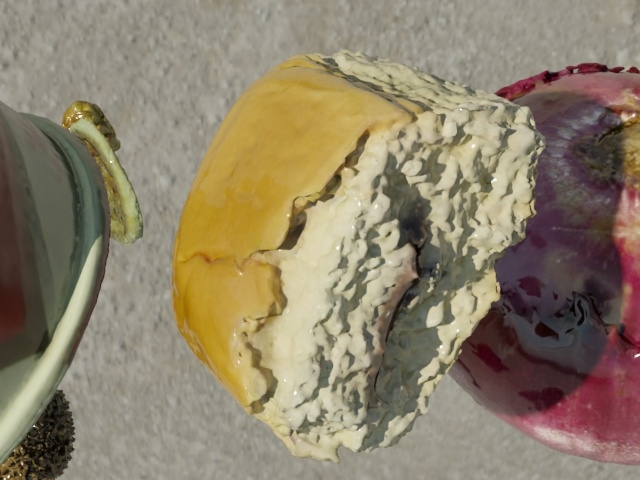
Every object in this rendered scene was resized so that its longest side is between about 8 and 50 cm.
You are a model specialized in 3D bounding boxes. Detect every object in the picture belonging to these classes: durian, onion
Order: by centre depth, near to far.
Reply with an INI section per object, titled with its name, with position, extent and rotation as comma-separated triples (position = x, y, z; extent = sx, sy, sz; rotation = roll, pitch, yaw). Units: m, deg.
[durian]
position = -0.187, 0.122, 0.745
extent = 0.080, 0.091, 0.080
rotation = -4, 19, 1
[onion]
position = 0.237, 0.029, 1.044
extent = 0.358, 0.345, 0.358
rotation = 16, 42, -15

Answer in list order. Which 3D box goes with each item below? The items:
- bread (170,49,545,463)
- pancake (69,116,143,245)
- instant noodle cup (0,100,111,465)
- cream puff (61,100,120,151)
[bread]
position = 0.001, -0.001, 0.402
extent = 0.106, 0.082, 0.125
rotation = 29, 101, 46
[pancake]
position = -0.163, -0.042, 0.920
extent = 0.017, 0.108, 0.108
rotation = -24, 61, -27
[instant noodle cup]
position = -0.229, -0.006, 0.487
extent = 0.234, 0.178, 0.235
rotation = -18, 50, 23
[cream puff]
position = -0.293, -0.136, 1.554
extent = 0.058, 0.083, 0.083
rotation = -41, 105, -14
